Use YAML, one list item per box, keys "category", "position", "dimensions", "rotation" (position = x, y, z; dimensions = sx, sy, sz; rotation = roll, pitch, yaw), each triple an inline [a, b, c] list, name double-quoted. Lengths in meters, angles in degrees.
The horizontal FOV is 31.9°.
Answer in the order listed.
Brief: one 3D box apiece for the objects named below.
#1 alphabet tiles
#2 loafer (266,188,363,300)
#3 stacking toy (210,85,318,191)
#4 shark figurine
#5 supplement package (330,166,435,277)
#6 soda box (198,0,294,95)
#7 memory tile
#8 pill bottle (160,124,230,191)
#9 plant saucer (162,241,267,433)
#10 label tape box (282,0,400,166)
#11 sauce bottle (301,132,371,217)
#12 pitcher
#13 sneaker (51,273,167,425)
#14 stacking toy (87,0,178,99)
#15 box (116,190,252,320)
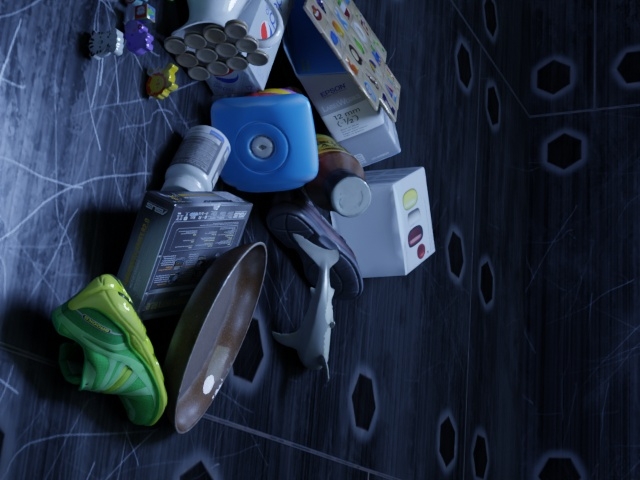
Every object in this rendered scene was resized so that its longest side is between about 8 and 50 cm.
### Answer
- category: "alphabet tiles"
  position: [0.050, -0.384, 2.063]
  dimensions: [0.342, 0.011, 0.285]
  rotation: [53, 23, -22]
- category: "loafer"
  position: [0.000, 0.000, 2.126]
  dimensions: [0.302, 0.109, 0.095]
  rotation: [51, 34, -43]
- category: "stacking toy"
  position: [-0.076, -0.212, 1.981]
  dimensions: [0.302, 0.175, 0.166]
  rotation: [-72, 157, -65]
- category: "shark figurine"
  position: [-0.029, 0.143, 2.038]
  dimensions: [0.166, 0.116, 0.278]
  rotation: [-93, -173, -63]
- category: "supplement package"
  position: [0.132, -0.039, 2.354]
  dimensions: [0.203, 0.149, 0.194]
  rotation: [-32, 115, -63]
- category: "soda box"
  position: [-0.122, -0.382, 1.929]
  dimensions: [0.091, 0.098, 0.286]
  rotation: [60, 36, -45]
- category: "memory tile"
  position: [-0.164, -0.301, 1.772]
  dimensions: [0.113, 0.148, 0.012]
  rotation: [46, 42, -52]
- category: "pill bottle"
  position: [-0.198, -0.109, 1.756]
  dimensions: [0.137, 0.078, 0.078]
  rotation: [-69, 145, -41]
- category: "plant saucer"
  position: [-0.165, 0.138, 1.687]
  dimensions: [0.310, 0.050, 0.310]
  rotation: [23, 90, -80]
- category: "label tape box"
  position: [0.032, -0.343, 2.153]
  dimensions: [0.348, 0.115, 0.249]
  rotation: [59, 17, -47]
- category: "sauce bottle"
  position: [0.020, -0.112, 1.982]
  dimensions: [0.344, 0.111, 0.111]
  rotation: [-128, -156, -70]
- category: "pitcher"
  position: [-0.139, -0.404, 1.809]
  dimensions: [0.125, 0.178, 0.207]
  rotation: [89, 8, -70]
- category: "sneaker"
  position: [-0.289, 0.157, 1.518]
  dimensions: [0.295, 0.123, 0.109]
  rotation: [78, -14, -49]
- category: "stacking toy"
  position: [-0.273, -0.341, 1.671]
  dimensions: [0.167, 0.052, 0.221]
  rotation: [28, 59, -63]
- category: "box"
  position: [-0.204, 0.019, 1.664]
  dimensions: [0.231, 0.056, 0.183]
  rotation: [-6, 120, -64]
